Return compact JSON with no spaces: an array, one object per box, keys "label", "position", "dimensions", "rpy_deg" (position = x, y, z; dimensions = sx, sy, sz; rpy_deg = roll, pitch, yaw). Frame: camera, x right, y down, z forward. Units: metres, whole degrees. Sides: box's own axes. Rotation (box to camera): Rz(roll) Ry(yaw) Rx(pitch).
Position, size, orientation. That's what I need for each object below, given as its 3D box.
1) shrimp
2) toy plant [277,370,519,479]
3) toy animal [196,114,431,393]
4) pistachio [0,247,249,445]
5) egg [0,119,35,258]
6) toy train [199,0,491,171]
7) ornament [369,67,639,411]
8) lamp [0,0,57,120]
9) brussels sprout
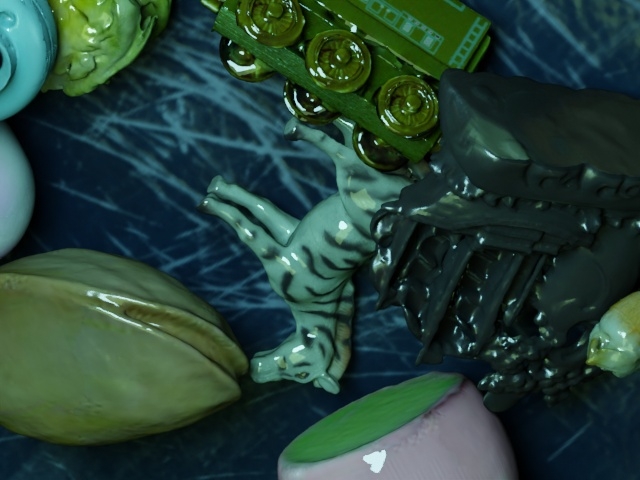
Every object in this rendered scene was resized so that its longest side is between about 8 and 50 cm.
[{"label":"shrimp","position":[0.270,0.093,1.280],"dimensions":[0.161,0.049,0.166],"rpy_deg":[-24,134,-14]},{"label":"toy plant","position":[0.130,0.283,1.362],"dimensions":[0.317,0.210,0.356],"rpy_deg":[-26,90,-16]},{"label":"toy animal","position":[-0.017,-0.005,1.350],"dimensions":[0.170,0.090,0.255],"rpy_deg":[23,125,-6]},{"label":"pistachio","position":[-0.186,0.084,1.384],"dimensions":[0.261,0.162,0.213],"rpy_deg":[-11,149,40]},{"label":"egg","position":[-0.364,-0.073,1.372],"dimensions":[0.271,0.196,0.196],"rpy_deg":[33,120,12]},{"label":"toy train","position":[0.025,-0.152,1.240],"dimensions":[0.225,0.137,0.090],"rpy_deg":[33,158,-3]},{"label":"ornament","position":[0.145,0.016,1.243],"dimensions":[0.251,0.106,0.260],"rpy_deg":[8,125,-29]},{"label":"lamp","position":[-0.313,-0.210,1.244],"dimensions":[0.209,0.147,0.284],"rpy_deg":[-32,94,32]},{"label":"brussels sprout","position":[-0.192,-0.190,1.320],"dimensions":[0.139,0.100,0.181],"rpy_deg":[48,136,-3]}]
